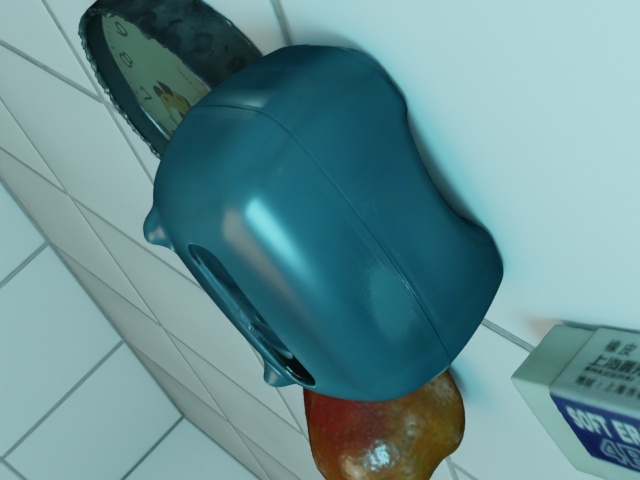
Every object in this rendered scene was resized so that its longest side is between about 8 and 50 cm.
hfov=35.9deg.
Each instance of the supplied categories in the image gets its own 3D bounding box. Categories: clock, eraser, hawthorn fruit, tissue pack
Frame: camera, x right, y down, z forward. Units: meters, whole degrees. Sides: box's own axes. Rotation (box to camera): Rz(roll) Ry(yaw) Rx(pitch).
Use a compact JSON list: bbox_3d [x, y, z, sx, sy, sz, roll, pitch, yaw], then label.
[{"bbox_3d":[-0.124,-0.132,1.022,0.313,0.061,0.312,39,161,16],"label":"clock"},{"bbox_3d":[0.277,0.143,0.738,0.124,0.081,0.279,51,160,-19],"label":"eraser"},{"bbox_3d":[0.054,0.179,1.132,0.225,0.196,0.196,58,159,-9],"label":"hawthorn fruit"},{"bbox_3d":[0.000,0.000,0.821,0.198,0.206,0.287,14,146,55],"label":"tissue pack"}]
